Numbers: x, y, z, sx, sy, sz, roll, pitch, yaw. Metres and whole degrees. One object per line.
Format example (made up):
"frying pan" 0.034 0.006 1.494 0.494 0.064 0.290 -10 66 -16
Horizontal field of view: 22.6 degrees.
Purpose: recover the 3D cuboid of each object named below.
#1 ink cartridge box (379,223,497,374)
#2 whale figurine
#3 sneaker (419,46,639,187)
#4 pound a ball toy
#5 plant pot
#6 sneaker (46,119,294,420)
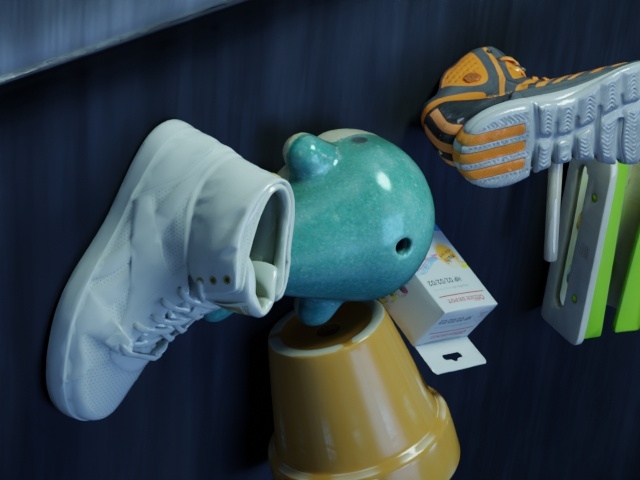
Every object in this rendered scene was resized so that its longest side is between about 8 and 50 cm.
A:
"ink cartridge box" 0.117 0.052 1.733 0.104 0.181 0.061 -6 144 -51
"whale figurine" 0.000 0.000 1.584 0.272 0.141 0.216 -23 125 -34
"sneaker" 0.258 -0.162 1.765 0.321 0.180 0.124 -9 121 -19
"pound a ball toy" 0.338 -0.031 2.048 0.208 0.136 0.319 -6 119 -22
"plant pot" 0.030 0.168 1.704 0.205 0.205 0.188 -35 121 -35
"sneaker" -0.129 0.053 1.431 0.108 0.169 0.292 13 102 -57
